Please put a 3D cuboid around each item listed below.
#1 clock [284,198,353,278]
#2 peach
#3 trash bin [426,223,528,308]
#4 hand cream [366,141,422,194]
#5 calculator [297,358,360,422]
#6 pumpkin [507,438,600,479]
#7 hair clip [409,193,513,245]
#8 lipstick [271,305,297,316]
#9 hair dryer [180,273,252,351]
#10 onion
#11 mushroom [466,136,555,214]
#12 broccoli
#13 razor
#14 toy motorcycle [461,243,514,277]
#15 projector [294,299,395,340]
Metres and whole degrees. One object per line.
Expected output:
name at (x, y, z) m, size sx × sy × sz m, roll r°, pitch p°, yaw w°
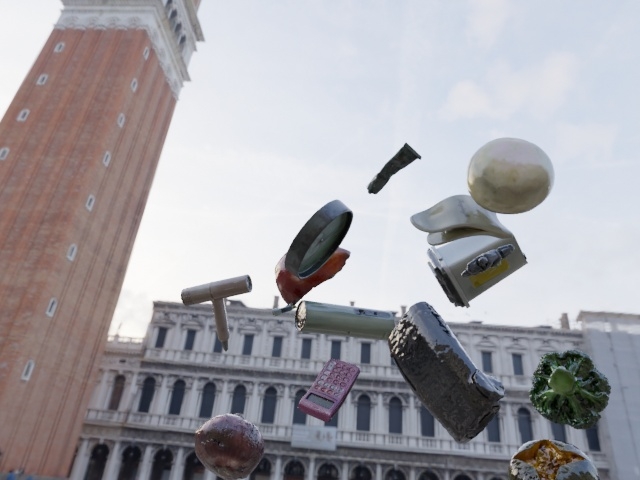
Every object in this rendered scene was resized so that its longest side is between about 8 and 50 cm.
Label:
clock at (0.000, -0.001, 1.680) m, size 0.066 × 0.319 × 0.319 m, roll 37°, pitch -24°, yaw 17°
peach at (-0.053, 0.102, 2.008) m, size 0.361 × 0.258 × 0.201 m, roll -36°, pitch -87°, yaw 13°
trash bin at (0.673, 0.085, 2.056) m, size 0.367 × 0.296 × 0.256 m, roll -31°, pitch -72°, yaw 9°
hand cream at (0.249, -0.242, 1.667) m, size 0.075 × 0.052 × 0.248 m, roll 20°, pitch -41°, yaw -28°
calculator at (0.030, 0.439, 1.382) m, size 0.126 × 0.190 × 0.034 m, roll 6°, pitch -46°, yaw 42°
pumpkin at (0.657, 0.674, 1.321) m, size 0.237 × 0.159 × 0.238 m, roll -15°, pitch 11°, yaw 3°
hair clip at (0.429, -0.066, 1.462) m, size 0.281 × 0.173 × 0.113 m, roll -15°, pitch -53°, yaw 16°
lipstick at (-0.163, 0.315, 2.136) m, size 0.116 × 0.037 × 0.037 m, roll -14°, pitch -21°, yaw -25°
hair dryer at (-0.260, 0.213, 1.310) m, size 0.195 × 0.054 × 0.221 m, roll -14°, pitch -72°, yaw 10°
onion at (-0.312, 0.708, 1.641) m, size 0.251 × 0.219 × 0.252 m, roll 3°, pitch -61°, yaw 5°
mushroom at (0.542, -0.180, 1.361) m, size 0.245 × 0.246 × 0.202 m, roll 2°, pitch -25°, yaw 5°
broccoli at (0.930, 0.564, 1.773) m, size 0.297 × 0.298 × 0.297 m, roll -16°, pitch -25°, yaw 34°
razor at (0.290, 0.312, 1.146) m, size 0.107 × 0.327 × 0.189 m, roll 11°, pitch -62°, yaw -34°
toy motorcycle at (0.566, 0.070, 1.591) m, size 0.193 × 0.061 × 0.124 m, roll -29°, pitch -19°, yaw 9°
projector at (0.084, 0.273, 1.582) m, size 0.337 × 0.108 × 0.108 m, roll 10°, pitch -29°, yaw -22°
